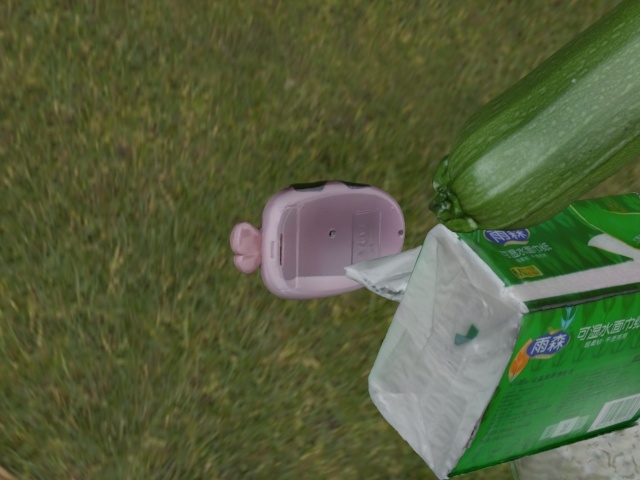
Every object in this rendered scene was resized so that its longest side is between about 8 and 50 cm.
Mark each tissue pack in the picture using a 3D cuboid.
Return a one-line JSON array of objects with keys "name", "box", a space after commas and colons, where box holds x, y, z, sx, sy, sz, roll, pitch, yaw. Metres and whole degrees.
[{"name": "tissue pack", "box": [0.137, 0.046, 1.125, 0.209, 0.148, 0.156, -8, 43, -40]}]

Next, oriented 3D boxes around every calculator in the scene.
[{"name": "calculator", "box": [0.000, 0.000, 1.390, 0.166, 0.024, 0.103, -7, 108, -28]}]

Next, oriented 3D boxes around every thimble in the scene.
[{"name": "thimble", "box": [0.251, 0.130, 1.328, 0.150, 0.219, 0.219, 31, 77, 7]}]

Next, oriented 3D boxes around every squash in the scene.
[{"name": "squash", "box": [0.142, -0.070, 0.823, 0.219, 0.077, 0.068, -36, 113, 29]}]
